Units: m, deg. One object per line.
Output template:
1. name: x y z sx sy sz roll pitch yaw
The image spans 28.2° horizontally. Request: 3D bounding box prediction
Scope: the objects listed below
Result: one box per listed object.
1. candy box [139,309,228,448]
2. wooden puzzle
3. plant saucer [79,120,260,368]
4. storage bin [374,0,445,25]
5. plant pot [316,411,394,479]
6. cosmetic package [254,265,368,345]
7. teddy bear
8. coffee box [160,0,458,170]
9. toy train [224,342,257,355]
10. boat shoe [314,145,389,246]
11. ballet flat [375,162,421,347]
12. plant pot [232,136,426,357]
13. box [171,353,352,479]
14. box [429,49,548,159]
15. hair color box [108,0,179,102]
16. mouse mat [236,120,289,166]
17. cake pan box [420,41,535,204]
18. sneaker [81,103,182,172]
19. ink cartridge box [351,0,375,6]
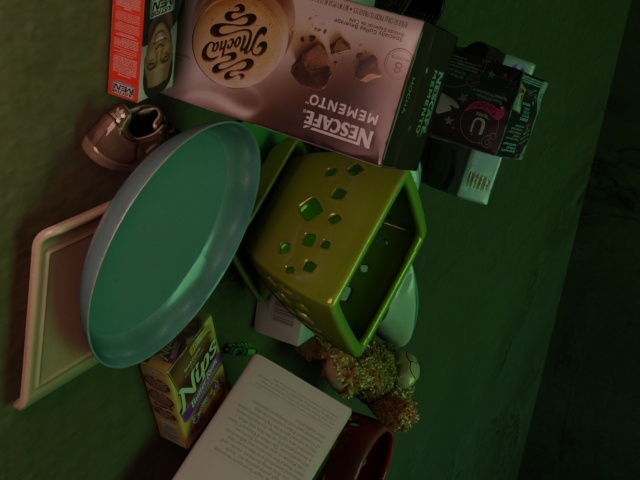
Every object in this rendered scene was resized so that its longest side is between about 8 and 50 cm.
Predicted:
1. candy box: -0.184 0.187 1.742 0.109 0.053 0.186 -54 152 -33
2. wooden puzzle: -0.268 0.055 1.456 0.221 0.044 0.238 -32 142 -57
3. plant saucer: -0.177 -0.001 1.467 0.317 0.044 0.317 -49 157 -30
4. storage bin: 0.110 -0.339 1.924 0.180 0.084 0.122 -59 156 -23
5. plant pot: 0.015 0.377 2.205 0.191 0.174 0.191 -48 149 -41
6. cosmetic package: -0.008 0.069 2.007 0.231 0.086 0.117 -30 135 -61
7. teddy bear: 0.077 0.208 2.146 0.113 0.245 0.338 -47 130 6
8. coffee box: -0.015 -0.202 1.467 0.119 0.297 0.168 -1 111 -66
9. toy train: -0.118 0.164 1.912 0.083 0.024 0.017 9 101 -67
10. boat shoe: 0.051 -0.093 1.943 0.103 0.118 0.320 -40 134 -27
11. ballet flat: 0.089 0.022 2.168 0.139 0.139 0.400 -42 141 -49
12. plant pot: 0.000 0.000 1.786 0.228 0.207 0.227 -61 160 -16
13. box: -0.123 0.372 1.821 0.345 0.168 0.215 -56 173 -29
14. box: 0.211 -0.229 2.034 0.163 0.247 0.142 -1 111 -66
15. hair color box: -0.190 -0.228 1.378 0.072 0.043 0.141 -39 144 -53
16. mouse mat: -0.081 -0.120 1.773 0.190 0.007 0.152 -40 144 -52
17. cake pan box: 0.258 -0.209 2.219 0.266 0.070 0.246 -71 -158 7
18. sneaker: -0.185 -0.115 1.430 0.071 0.066 0.188 -47 164 22
19. ink cartridge box: -0.001 -0.343 1.688 0.261 0.066 0.296 -34 139 -57
